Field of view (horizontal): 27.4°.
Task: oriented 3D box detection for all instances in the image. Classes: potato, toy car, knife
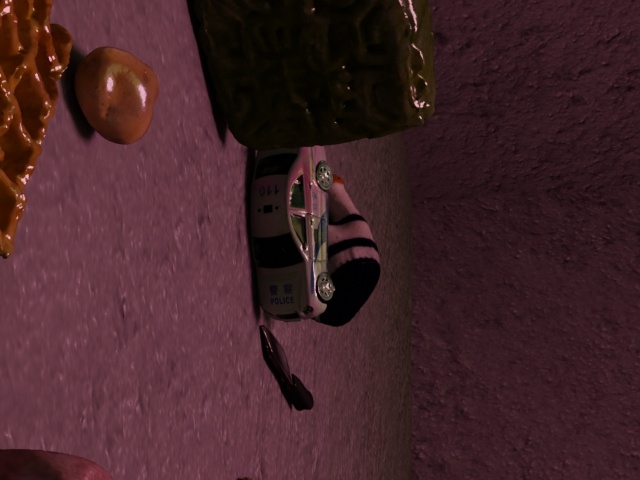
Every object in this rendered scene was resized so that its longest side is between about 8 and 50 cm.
[{"bbox_3d":[-0.153,-0.110,0.979,0.083,0.062,0.068,30,38,-54],"label":"potato"},{"bbox_3d":[-0.040,-0.015,1.578,0.076,0.090,0.224,13,73,-55],"label":"toy car"},{"bbox_3d":[-0.048,0.158,1.693,0.230,0.028,0.060,65,11,-61],"label":"knife"}]

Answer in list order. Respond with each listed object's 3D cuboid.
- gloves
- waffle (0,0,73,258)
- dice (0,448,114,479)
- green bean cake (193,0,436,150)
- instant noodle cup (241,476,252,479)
[{"bbox_3d":[-0.013,0.006,1.683,0.218,0.131,0.140,44,-44,40],"label":"gloves"},{"bbox_3d":[-0.196,-0.139,0.678,0.219,0.057,0.229,77,12,-46],"label":"waffle"},{"bbox_3d":[-0.158,0.163,0.688,0.094,0.093,0.091,68,21,-63],"label":"dice"},{"bbox_3d":[0.003,-0.211,1.393,0.125,0.248,0.222,-82,163,-50],"label":"green bean cake"},{"bbox_3d":[0.001,0.359,1.413,0.216,0.172,0.216,-4,90,-83],"label":"instant noodle cup"}]
